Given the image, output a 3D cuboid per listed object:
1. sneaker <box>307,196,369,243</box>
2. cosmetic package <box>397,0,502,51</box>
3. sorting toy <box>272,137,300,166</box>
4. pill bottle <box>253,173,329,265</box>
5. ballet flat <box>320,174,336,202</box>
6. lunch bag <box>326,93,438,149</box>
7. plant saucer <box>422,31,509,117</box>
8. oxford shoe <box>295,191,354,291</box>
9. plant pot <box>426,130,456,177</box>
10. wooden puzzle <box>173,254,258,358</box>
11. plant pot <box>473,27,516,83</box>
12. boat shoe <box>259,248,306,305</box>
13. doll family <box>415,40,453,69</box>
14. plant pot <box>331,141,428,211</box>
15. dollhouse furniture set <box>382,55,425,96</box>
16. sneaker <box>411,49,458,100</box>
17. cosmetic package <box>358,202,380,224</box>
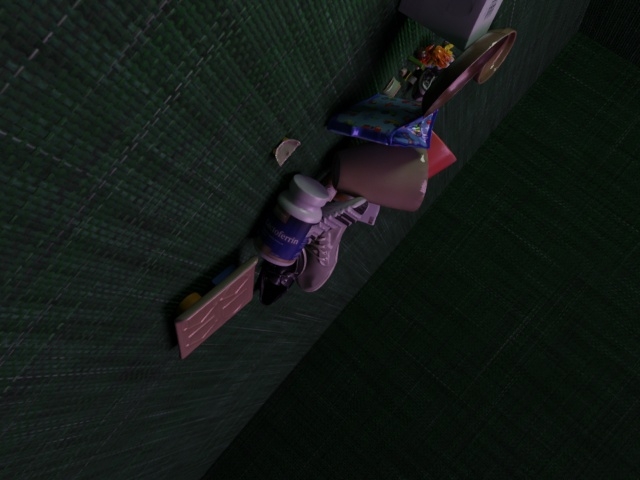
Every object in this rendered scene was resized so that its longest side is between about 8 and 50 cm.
[{"bbox_3d":[0.017,-0.090,1.932,0.292,0.118,0.110,-22,152,16],"label":"sneaker"},{"bbox_3d":[0.355,-0.662,1.521,0.138,0.225,0.224,-41,162,-36],"label":"cosmetic package"},{"bbox_3d":[-0.095,-0.241,1.607,0.083,0.045,0.075,-50,171,-3],"label":"sorting toy"},{"bbox_3d":[-0.089,-0.063,1.813,0.264,0.153,0.153,-58,162,25],"label":"pill bottle"},{"bbox_3d":[0.007,-0.137,2.030,0.206,0.073,0.067,-56,-154,16],"label":"ballet flat"},{"bbox_3d":[0.179,-0.347,1.752,0.293,0.221,0.138,-21,126,-50],"label":"lunch bag"},{"bbox_3d":[0.391,-0.470,1.633,0.310,0.050,0.310,-42,178,-2],"label":"plant saucer"},{"bbox_3d":[0.000,0.000,2.177,0.130,0.169,0.449,-26,145,-61],"label":"oxford shoe"},{"bbox_3d":[0.327,-0.322,2.189,0.243,0.275,0.275,-42,166,14],"label":"plant pot"},{"bbox_3d":[-0.347,0.206,1.880,0.322,0.080,0.348,-41,166,-28],"label":"wooden puzzle"},{"bbox_3d":[0.668,-0.760,2.344,0.237,0.110,0.237,-44,164,-17],"label":"plant pot"},{"bbox_3d":[-0.153,0.126,2.115,0.113,0.127,0.340,-51,178,-42],"label":"boat shoe"},{"bbox_3d":[0.421,-0.653,1.906,0.263,0.118,0.163,-55,163,17],"label":"doll family"},{"bbox_3d":[0.183,-0.227,1.941,0.274,0.256,0.256,2,144,-12],"label":"plant pot"},{"bbox_3d":[0.277,-0.524,1.919,0.151,0.059,0.076,-54,163,13],"label":"dollhouse furniture set"},{"bbox_3d":[0.416,-0.596,2.104,0.271,0.100,0.108,-44,-172,-29],"label":"sneaker"},{"bbox_3d":[0.165,-0.132,2.259,0.231,0.086,0.117,-139,-113,-83],"label":"cosmetic package"}]
